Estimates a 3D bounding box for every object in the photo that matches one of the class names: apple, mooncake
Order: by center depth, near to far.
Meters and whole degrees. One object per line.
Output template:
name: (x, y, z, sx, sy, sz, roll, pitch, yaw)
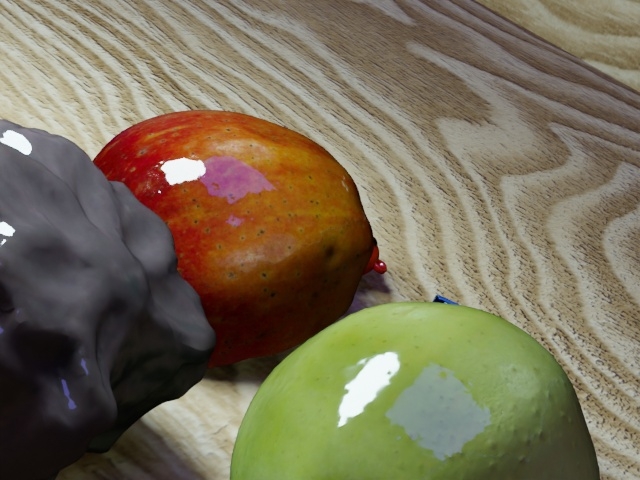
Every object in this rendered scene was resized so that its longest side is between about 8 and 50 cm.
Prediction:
apple: (0.081, 0.230, 1.052, 0.357, 0.357, 0.357, 16, 29, -9)
mooncake: (-0.277, 0.063, 1.054, 0.350, 0.212, 0.381, 55, 20, -6)
apple: (-0.122, -0.012, 1.432, 0.365, 0.328, 0.295, -5, 3, -21)

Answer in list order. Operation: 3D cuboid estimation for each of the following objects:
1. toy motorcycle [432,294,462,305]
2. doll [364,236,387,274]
toy motorcycle: (0.119, 0.166, 1.346, 0.315, 0.113, 0.169, -19, 69, -18)
doll: (0.000, 0.000, 1.661, 0.217, 0.085, 0.183, 23, 26, 24)
